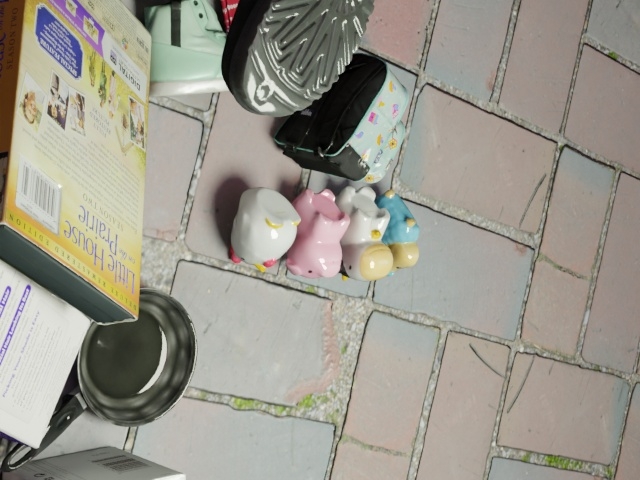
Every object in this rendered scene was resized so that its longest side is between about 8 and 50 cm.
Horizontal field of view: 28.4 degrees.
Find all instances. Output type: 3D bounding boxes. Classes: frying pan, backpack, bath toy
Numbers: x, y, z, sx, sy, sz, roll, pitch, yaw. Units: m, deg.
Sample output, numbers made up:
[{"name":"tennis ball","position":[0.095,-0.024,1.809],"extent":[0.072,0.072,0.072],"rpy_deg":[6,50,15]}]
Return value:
[{"name":"frying pan","position":[-0.292,0.215,1.759],"extent":[0.197,0.053,0.326],"rpy_deg":[44,69,-36]},{"name":"backpack","position":[0.048,-0.186,1.933],"extent":[0.144,0.166,0.188],"rpy_deg":[35,76,-41]},{"name":"bath toy","position":[0.000,0.000,1.950],"extent":[0.348,0.129,0.151],"rpy_deg":[2,50,-44]}]

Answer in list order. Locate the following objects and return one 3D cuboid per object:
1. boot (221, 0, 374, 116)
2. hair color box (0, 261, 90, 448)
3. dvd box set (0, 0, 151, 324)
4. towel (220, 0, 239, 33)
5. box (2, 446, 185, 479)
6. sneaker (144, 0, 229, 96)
[{"name":"boot","position":[-0.132,-0.335,1.576],"extent":[0.367,0.445,0.146],"rpy_deg":[-58,137,-18]},{"name":"hair color box","position":[-0.409,0.115,1.498],"extent":[0.339,0.110,0.185],"rpy_deg":[64,43,-67]},{"name":"dvd box set","position":[-0.303,-0.144,1.524],"extent":[0.307,0.062,0.420],"rpy_deg":[47,38,-59]},{"name":"towel","position":[-0.079,-0.383,1.888],"extent":[0.199,0.031,0.274],"rpy_deg":[-23,112,-40]},{"name":"box","position":[-0.301,0.361,1.680],"extent":[0.182,0.181,0.119],"rpy_deg":[-5,98,-41]},{"name":"sneaker","position":[-0.127,-0.288,1.786],"extent":[0.256,0.094,0.151],"rpy_deg":[-8,100,-24]}]
